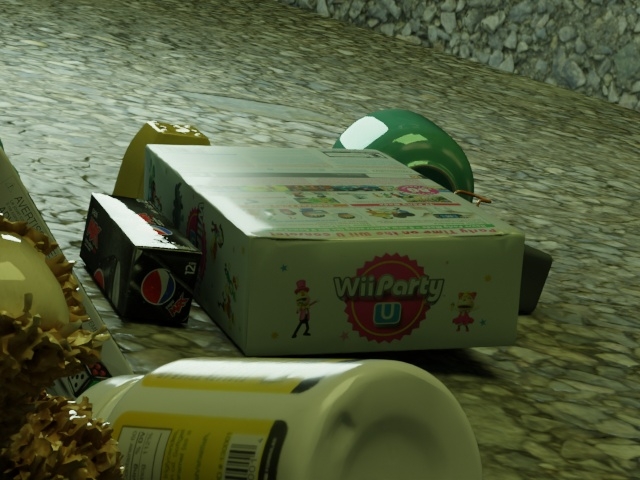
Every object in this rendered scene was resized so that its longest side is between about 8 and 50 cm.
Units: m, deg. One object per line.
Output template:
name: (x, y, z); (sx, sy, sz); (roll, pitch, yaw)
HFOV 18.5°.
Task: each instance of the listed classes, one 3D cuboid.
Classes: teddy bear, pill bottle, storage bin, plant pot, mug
teddy bear: (-0.203, 0.071, 0.843); (0.245, 0.113, 0.338); (18, -25, -29)
pill bottle: (-0.034, 0.115, 0.942); (0.119, 0.119, 0.208); (1, -2, -41)
storage bin: (0.137, 0.010, 1.743); (0.091, 0.098, 0.135); (14, 7, -42)
plant pot: (-0.139, -0.065, 1.822); (0.081, 0.083, 0.081); (6, 13, -23)
mug: (0.091, -0.048, 1.854); (0.157, 0.129, 0.097); (8, 16, -18)

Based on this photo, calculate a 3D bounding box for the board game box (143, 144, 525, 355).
board game box: (0.000, 0.000, 1.589); (0.224, 0.097, 0.303); (-1, 14, -19)

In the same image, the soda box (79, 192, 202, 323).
soda box: (-0.142, 0.012, 1.532); (0.053, 0.060, 0.169); (8, 12, -20)

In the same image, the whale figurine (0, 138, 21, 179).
whale figurine: (-0.340, -0.077, 1.558); (0.216, 0.141, 0.272); (7, 13, -16)

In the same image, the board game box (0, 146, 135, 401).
board game box: (-0.210, -0.004, 1.274); (0.053, 0.193, 0.305); (-31, 24, -9)
